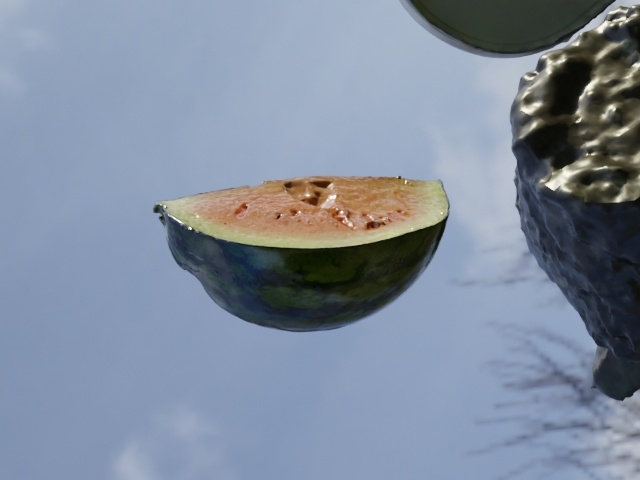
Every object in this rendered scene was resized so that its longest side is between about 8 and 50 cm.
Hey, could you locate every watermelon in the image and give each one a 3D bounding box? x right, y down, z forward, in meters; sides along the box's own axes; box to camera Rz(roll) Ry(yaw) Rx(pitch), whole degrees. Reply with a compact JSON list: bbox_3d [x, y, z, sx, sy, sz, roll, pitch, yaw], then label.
[{"bbox_3d":[0.001,0.014,0.936,0.163,0.087,0.069,-5,-65,-21],"label":"watermelon"}]

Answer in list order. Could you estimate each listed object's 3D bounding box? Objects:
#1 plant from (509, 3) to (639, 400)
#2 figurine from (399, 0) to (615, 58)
[{"bbox_3d":[0.268,-0.009,1.358,0.213,0.215,0.312,58,173,46],"label":"plant"},{"bbox_3d":[0.108,-0.183,0.951,0.166,0.141,0.250,43,-109,-1],"label":"figurine"}]
